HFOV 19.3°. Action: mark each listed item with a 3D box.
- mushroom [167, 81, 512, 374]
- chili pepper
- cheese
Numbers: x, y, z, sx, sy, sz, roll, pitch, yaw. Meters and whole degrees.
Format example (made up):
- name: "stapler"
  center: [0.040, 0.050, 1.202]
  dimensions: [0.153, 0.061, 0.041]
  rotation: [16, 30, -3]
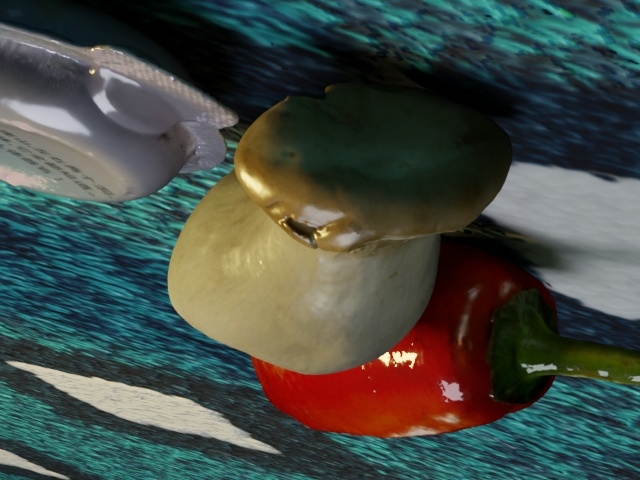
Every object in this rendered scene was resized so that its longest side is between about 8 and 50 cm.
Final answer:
- name: "mushroom"
  center: [0.000, -0.002, 0.715]
  dimensions: [0.097, 0.088, 0.212]
  rotation: [30, 163, -2]
- name: "chili pepper"
  center: [0.039, 0.047, 0.905]
  dimensions: [0.137, 0.092, 0.368]
  rotation: [1, 178, -18]
- name: "cheese"
  center: [-0.125, -0.054, 0.727]
  dimensions: [0.135, 0.052, 0.244]
  rotation: [30, 162, -37]
